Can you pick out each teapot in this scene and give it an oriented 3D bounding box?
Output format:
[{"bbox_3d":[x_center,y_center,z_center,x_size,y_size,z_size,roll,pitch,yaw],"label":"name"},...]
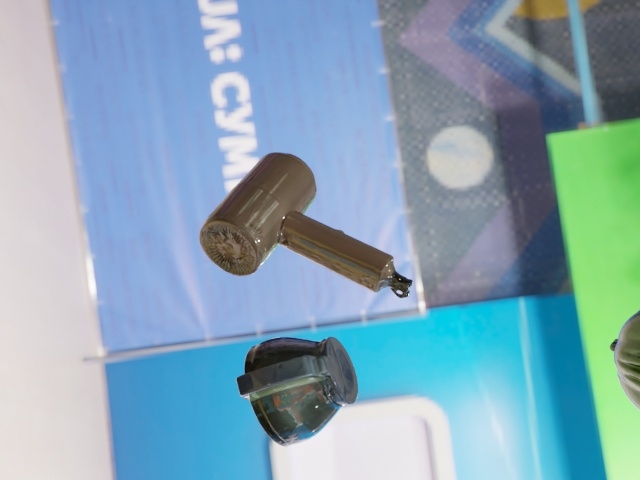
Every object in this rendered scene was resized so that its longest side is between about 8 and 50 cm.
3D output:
[{"bbox_3d":[-0.013,0.084,0.766,0.088,0.057,0.066,23,47,-63],"label":"teapot"}]

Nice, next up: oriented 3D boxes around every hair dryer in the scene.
[{"bbox_3d":[0.000,0.000,1.098,0.117,0.182,0.064,-51,161,-40],"label":"hair dryer"}]

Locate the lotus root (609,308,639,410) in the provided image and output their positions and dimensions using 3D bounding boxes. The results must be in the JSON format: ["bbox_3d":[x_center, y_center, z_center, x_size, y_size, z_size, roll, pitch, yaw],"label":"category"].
[{"bbox_3d":[0.379,0.125,1.356,0.186,0.186,0.186,-7,90,-88],"label":"lotus root"}]
